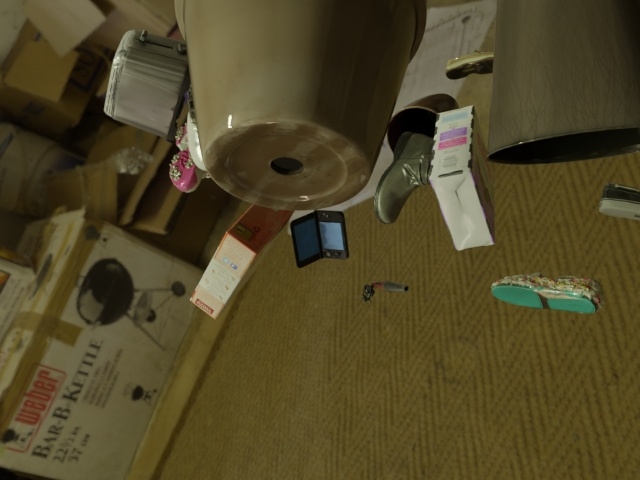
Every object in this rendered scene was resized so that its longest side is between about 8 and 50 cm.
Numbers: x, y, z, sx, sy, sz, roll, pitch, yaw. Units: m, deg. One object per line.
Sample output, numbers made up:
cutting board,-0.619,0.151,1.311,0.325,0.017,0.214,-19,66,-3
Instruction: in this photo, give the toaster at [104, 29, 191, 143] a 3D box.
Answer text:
toaster,-0.337,-0.306,1.178,0.227,0.147,0.129,122,157,-44

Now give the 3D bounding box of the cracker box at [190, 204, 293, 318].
cracker box,-0.141,0.023,1.076,0.155,0.067,0.232,-54,0,-45

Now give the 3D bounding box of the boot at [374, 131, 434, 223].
boot,0.230,-0.144,1.417,0.161,0.083,0.246,23,95,48

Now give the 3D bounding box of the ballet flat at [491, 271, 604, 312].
ballet flat,0.502,0.109,1.306,0.241,0.091,0.077,8,49,39

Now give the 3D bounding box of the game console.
game console,0.000,0.000,1.563,0.124,0.144,0.085,4,30,23

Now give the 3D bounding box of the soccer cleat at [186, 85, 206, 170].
soccer cleat,-0.256,-0.320,1.288,0.116,0.143,0.331,-3,77,20

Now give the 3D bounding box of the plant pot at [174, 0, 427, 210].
plant pot,-0.032,-0.201,0.719,0.323,0.323,0.280,-21,55,42

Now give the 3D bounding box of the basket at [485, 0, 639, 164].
basket,0.269,-0.208,0.627,0.154,0.205,0.226,81,-175,-85

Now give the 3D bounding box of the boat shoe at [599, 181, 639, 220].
boat shoe,0.676,-0.072,1.175,0.219,0.078,0.070,13,81,20

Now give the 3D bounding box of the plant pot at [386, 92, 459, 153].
plant pot,0.351,-0.367,1.861,0.215,0.215,0.230,-20,22,43

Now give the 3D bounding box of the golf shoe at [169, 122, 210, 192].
golf shoe,-0.307,-0.210,1.542,0.115,0.140,0.306,-32,35,20

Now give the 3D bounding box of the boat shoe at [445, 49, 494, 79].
boat shoe,0.464,-0.535,1.755,0.190,0.068,0.072,-4,63,24

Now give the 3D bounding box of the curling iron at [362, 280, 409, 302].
curling iron,0.188,0.144,1.704,0.274,0.035,0.068,-18,51,68

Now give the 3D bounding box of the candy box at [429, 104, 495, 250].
candy box,0.252,-0.112,1.034,0.070,0.164,0.196,-10,40,25
